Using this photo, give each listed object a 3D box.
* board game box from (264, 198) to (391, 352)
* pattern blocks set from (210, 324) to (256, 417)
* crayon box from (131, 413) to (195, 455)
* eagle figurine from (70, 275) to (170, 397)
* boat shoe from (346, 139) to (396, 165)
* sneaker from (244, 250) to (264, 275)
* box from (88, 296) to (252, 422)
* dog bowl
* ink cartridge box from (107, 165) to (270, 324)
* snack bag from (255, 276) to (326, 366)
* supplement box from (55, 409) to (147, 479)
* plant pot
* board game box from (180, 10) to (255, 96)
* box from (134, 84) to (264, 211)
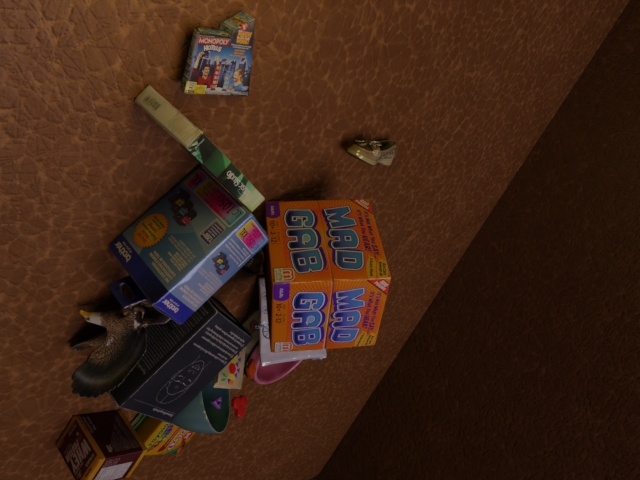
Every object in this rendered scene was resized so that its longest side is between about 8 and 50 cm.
[{"bbox_3d":[0.000,0.114,1.860,0.355,0.357,0.356,-2,136,-8],"label":"board game box"},{"bbox_3d":[-0.331,0.450,2.028,0.285,0.026,0.325,45,44,-45],"label":"pattern blocks set"},{"bbox_3d":[-0.608,0.734,2.177,0.202,0.081,0.318,-50,150,3],"label":"crayon box"},{"bbox_3d":[-0.570,0.258,1.557,0.299,0.225,0.226,-65,164,16],"label":"eagle figurine"},{"bbox_3d":[0.185,-0.326,1.997,0.285,0.104,0.089,-12,130,-61],"label":"boat shoe"},{"bbox_3d":[-0.234,0.070,1.931,0.064,0.061,0.158,-25,142,-25],"label":"sneaker"},{"bbox_3d":[-0.466,0.347,1.789,0.395,0.212,0.293,-45,150,-8],"label":"box"},{"bbox_3d":[-0.181,0.420,2.310,0.407,0.150,0.408,-33,146,-26],"label":"dog bowl"},{"bbox_3d":[-0.370,0.029,1.490,0.395,0.270,0.151,-45,146,-7],"label":"ink cartridge box"},{"bbox_3d":[-0.103,0.304,2.148,0.322,0.037,0.343,1,88,-37],"label":"snack bag"},{"bbox_3d":[-0.725,0.685,1.856,0.129,0.191,0.194,-55,150,11],"label":"supplement box"},{"bbox_3d":[-0.467,0.557,2.015,0.195,0.290,0.290,-11,148,7],"label":"plant pot"},{"bbox_3d":[-0.236,-0.448,1.332,0.194,0.060,0.194,-12,133,-46],"label":"board game box"},{"bbox_3d":[-0.285,-0.215,1.362,0.058,0.232,0.322,-47,150,-2],"label":"box"}]
